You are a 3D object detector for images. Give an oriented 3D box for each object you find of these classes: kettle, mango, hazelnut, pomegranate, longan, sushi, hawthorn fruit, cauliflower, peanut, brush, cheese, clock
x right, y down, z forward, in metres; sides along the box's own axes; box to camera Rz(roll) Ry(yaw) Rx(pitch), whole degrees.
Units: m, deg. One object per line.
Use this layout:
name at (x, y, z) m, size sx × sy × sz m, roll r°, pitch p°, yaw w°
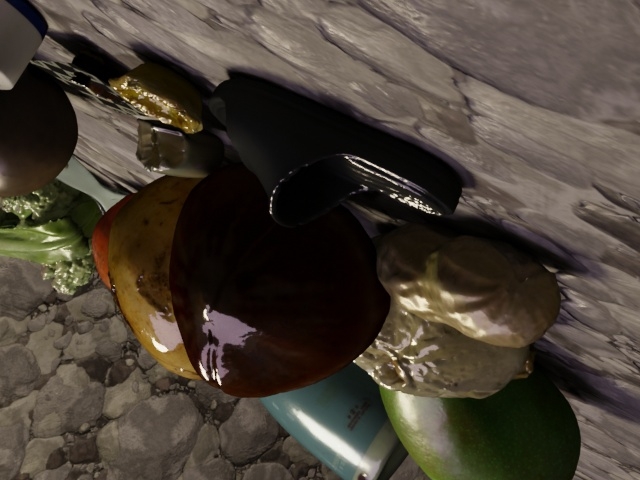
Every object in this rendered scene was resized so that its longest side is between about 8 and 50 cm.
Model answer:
kettle at (0.019, 0.187, 2.153) m, size 0.342 × 0.247 × 0.319 m, roll 35°, pitch 141°, yaw 13°
mango at (0.195, 0.217, 1.713) m, size 0.382 × 0.201 × 0.225 m, roll 48°, pitch -167°, yaw -44°
hazelnut at (-0.055, 0.034, 1.323) m, size 0.229 × 0.229 × 0.229 m, roll 28°, pitch 172°, yaw 5°
pomegranate at (-0.116, 0.037, 1.550) m, size 0.260 × 0.260 × 0.260 m, roll 28°, pitch 172°, yaw 5°
longan at (-0.378, -0.147, 1.622) m, size 0.184 × 0.159 × 0.204 m, roll 10°, pitch 128°, yaw 14°
sushi at (-0.224, -0.166, 1.407) m, size 0.126 × 0.026 × 0.120 m, roll 30°, pitch 170°, yaw -35°
hawthorn fruit at (-0.280, 0.013, 2.198) m, size 0.189 × 0.189 × 0.189 m, roll 28°, pitch 172°, yaw 5°
cauliflower at (-0.515, -0.026, 2.415) m, size 0.315 × 0.239 × 0.256 m, roll -17°, pitch 160°, yaw 6°
peanut at (0.124, 0.036, 1.222) m, size 0.098 × 0.090 × 0.214 m, roll 18°, pitch 178°, yaw -34°
brush at (-0.357, -0.075, 2.317) m, size 0.297 × 0.068 × 0.060 m, roll 40°, pitch -171°, yaw -35°
cheese at (-0.145, -0.095, 1.389) m, size 0.092 × 0.048 × 0.171 m, roll 13°, pitch -172°, yaw -10°
clock at (-0.387, -0.236, 1.344) m, size 0.230 × 0.083 × 0.230 m, roll 31°, pitch 172°, yaw 5°

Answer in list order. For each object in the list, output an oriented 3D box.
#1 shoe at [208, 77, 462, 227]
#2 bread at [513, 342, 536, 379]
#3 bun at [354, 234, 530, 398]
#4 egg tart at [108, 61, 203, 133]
shoe at (-0.006, -0.054, 1.118) m, size 0.241 × 0.093 × 0.108 m, roll 23°, pitch 171°, yaw 27°
bread at (0.192, 0.113, 1.575) m, size 0.110 × 0.060 × 0.066 m, roll 33°, pitch -158°, yaw -23°
bun at (0.110, 0.095, 1.434) m, size 0.220 × 0.134 × 0.220 m, roll 30°, pitch 160°, yaw 12°
egg tart at (-0.145, -0.135, 1.268) m, size 0.105 × 0.039 × 0.105 m, roll 29°, pitch 172°, yaw 5°
